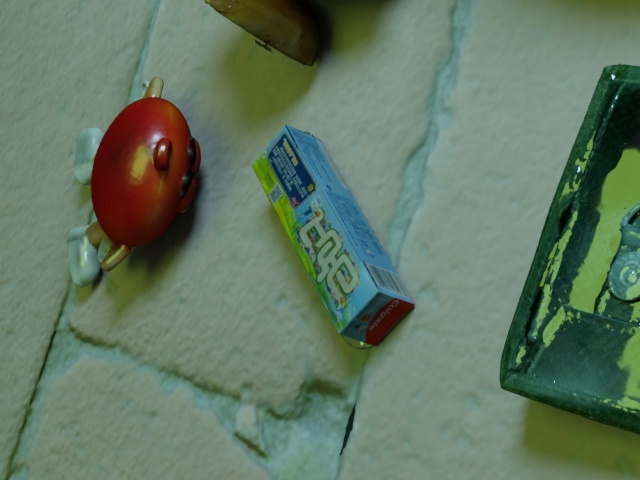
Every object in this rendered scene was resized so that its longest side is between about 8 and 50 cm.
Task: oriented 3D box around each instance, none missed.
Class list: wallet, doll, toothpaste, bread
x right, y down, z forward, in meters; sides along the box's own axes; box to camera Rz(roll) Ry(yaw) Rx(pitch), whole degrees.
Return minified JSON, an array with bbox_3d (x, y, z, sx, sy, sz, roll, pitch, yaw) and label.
[{"bbox_3d":[0.213,0.004,1.066,0.160,0.055,0.236,16,86,41],"label":"wallet"},{"bbox_3d":[-0.163,-0.060,1.464,0.217,0.085,0.183,-31,51,56],"label":"doll"},{"bbox_3d":[0.000,0.000,1.292,0.070,0.044,0.193,-48,46,22],"label":"toothpaste"},{"bbox_3d":[-0.055,-0.206,1.365,0.044,0.129,0.126,-52,42,19],"label":"bread"}]
